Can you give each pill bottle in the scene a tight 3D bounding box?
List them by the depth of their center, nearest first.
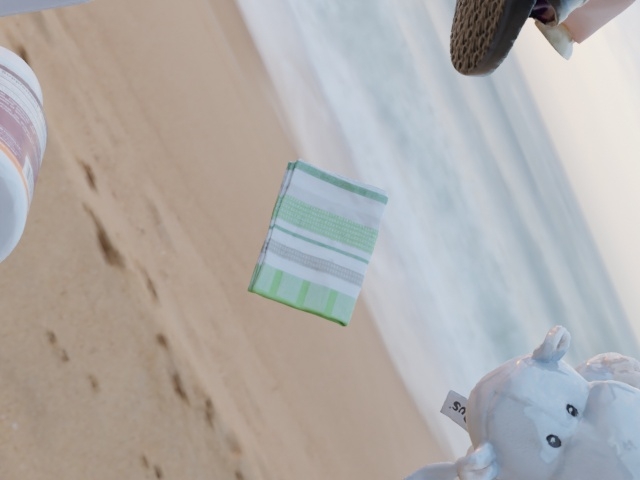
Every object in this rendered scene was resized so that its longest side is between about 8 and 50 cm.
[{"bbox_3d":[-0.509,-0.132,1.576,0.224,0.224,0.392,60,8,-29],"label":"pill bottle"}]

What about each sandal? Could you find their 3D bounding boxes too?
[{"bbox_3d":[0.230,-0.290,1.045,0.446,0.107,0.168,121,-24,-62],"label":"sandal"}]

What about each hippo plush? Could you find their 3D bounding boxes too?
[{"bbox_3d":[0.218,0.159,0.952,0.294,0.234,0.236,26,-23,27],"label":"hippo plush"}]

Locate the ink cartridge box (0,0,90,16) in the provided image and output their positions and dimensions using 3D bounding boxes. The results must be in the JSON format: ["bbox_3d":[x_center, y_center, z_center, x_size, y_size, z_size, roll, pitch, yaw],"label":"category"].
[{"bbox_3d":[-0.236,-0.270,0.887,0.395,0.270,0.151,-54,137,-67],"label":"ink cartridge box"}]

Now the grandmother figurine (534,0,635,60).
[{"bbox_3d":[0.385,-0.352,1.255,0.208,0.342,0.104,55,19,16],"label":"grandmother figurine"}]

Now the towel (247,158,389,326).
[{"bbox_3d":[0.000,0.000,1.136,0.023,0.113,0.152,123,-15,-71],"label":"towel"}]
